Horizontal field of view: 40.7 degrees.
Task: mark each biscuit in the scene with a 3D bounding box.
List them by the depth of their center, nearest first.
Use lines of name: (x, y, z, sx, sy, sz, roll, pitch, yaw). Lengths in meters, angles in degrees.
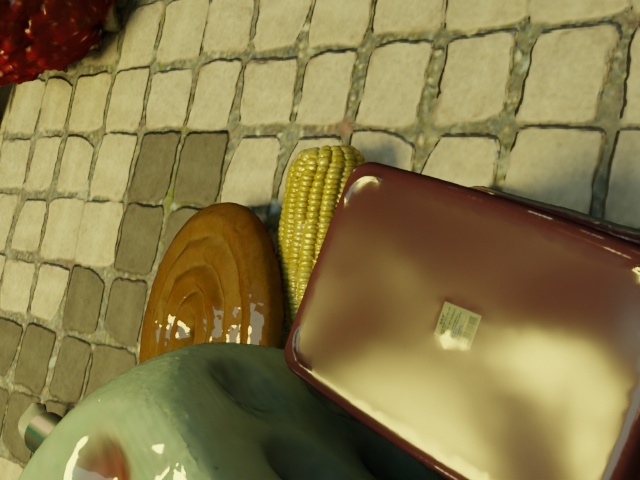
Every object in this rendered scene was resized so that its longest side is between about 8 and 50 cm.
biscuit: (-0.114, 0.091, 0.814, 0.262, 0.037, 0.262, -21, 63, 51)

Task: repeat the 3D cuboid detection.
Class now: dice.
dice: (-0.050, 0.246, 0.597, 0.268, 0.264, 0.262, 46, 110, 40)

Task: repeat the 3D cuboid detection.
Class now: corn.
corn: (0.000, 0.000, 0.756, 0.085, 0.063, 0.165, -2, 79, 27)

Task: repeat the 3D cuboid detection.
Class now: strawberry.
strawberry: (-0.414, -0.330, 1.029, 0.292, 0.343, 0.292, 2, 94, 30)

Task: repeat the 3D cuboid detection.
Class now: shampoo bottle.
shampoo bottle: (-0.266, 0.229, 0.926, 0.192, 0.074, 0.074, 13, 88, 42)

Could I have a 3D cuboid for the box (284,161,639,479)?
box: (0.128, 0.064, 0.553, 0.294, 0.167, 0.193, 23, 93, 43)
